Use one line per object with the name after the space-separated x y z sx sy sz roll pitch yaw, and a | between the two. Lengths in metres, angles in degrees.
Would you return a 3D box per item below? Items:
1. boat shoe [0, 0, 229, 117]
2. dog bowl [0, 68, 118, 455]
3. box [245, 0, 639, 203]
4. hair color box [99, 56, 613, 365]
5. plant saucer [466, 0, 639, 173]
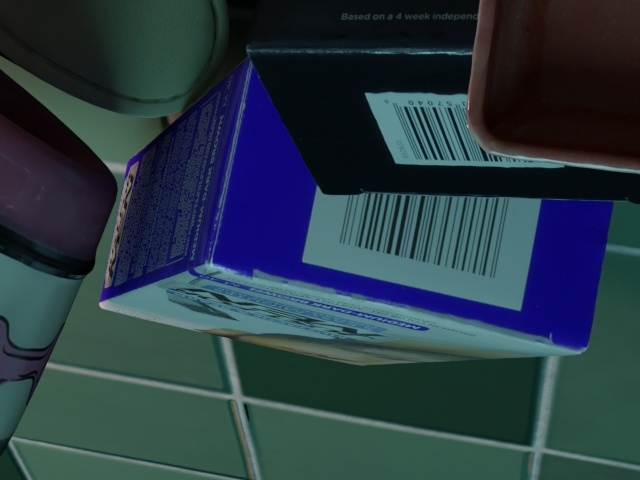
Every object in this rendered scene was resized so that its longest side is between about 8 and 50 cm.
-0.189 -0.177 0.785 0.340 0.127 0.113 30 176 -38 | boat shoe
-0.275 -0.073 0.782 0.408 0.150 0.408 39 -178 -1 | dog bowl
0.075 -0.129 0.648 0.153 0.207 0.108 3 151 21 | box
0.000 0.000 0.864 0.185 0.110 0.339 13 173 -14 | hair color box
0.188 -0.137 0.512 0.259 0.258 0.048 7 177 2 | plant saucer
